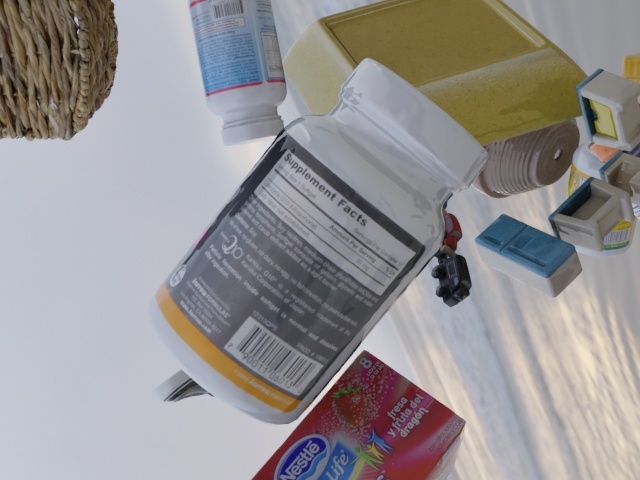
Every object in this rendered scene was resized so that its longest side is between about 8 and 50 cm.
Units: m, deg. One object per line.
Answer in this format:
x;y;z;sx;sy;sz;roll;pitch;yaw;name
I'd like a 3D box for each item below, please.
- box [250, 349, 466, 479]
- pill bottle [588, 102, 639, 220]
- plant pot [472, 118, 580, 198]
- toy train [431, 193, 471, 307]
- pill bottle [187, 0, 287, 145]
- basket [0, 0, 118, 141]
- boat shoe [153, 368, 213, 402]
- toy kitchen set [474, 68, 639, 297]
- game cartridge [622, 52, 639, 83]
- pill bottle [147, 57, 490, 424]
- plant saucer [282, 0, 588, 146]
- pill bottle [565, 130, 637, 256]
0.009;0.246;0.819;0.122;0.257;0.128;33;155;22;box
0.473;-0.070;1.192;0.245;0.130;0.130;45;-178;1;pill bottle
0.372;-0.169;1.565;0.109;0.237;0.237;36;162;38;plant pot
0.119;-0.008;0.868;0.027;0.036;0.158;35;-144;-42;toy train
-0.083;-0.183;0.935;0.087;0.087;0.160;-84;-16;-86;pill bottle
-0.341;-0.294;1.067;0.223;0.213;0.299;-76;-15;-57;basket
-0.123;0.181;1.238;0.070;0.219;0.078;61;144;10;boat shoe
0.276;-0.075;1.042;0.122;0.207;0.166;30;155;49;toy kitchen set
0.630;-0.247;1.266;0.323;0.285;0.053;12;111;47;game cartridge
0.000;0.000;0.737;0.162;0.278;0.162;38;-175;-4;pill bottle
0.141;-0.236;1.163;0.333;0.332;0.081;-119;13;-49;plant saucer
0.456;-0.089;1.432;0.117;0.117;0.208;-111;18;-56;pill bottle
